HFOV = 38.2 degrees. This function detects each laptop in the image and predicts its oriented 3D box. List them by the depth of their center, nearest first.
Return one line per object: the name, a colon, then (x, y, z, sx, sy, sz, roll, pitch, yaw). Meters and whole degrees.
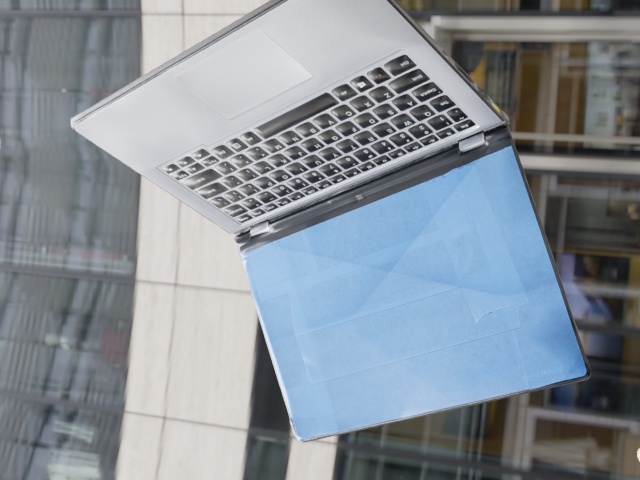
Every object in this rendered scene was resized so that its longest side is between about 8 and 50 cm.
laptop: (0.000, 0.000, 0.941, 0.408, 0.382, 0.236, 36, -134, -39)

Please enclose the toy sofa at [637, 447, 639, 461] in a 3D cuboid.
toy sofa: (0.372, 0.296, 0.724, 0.150, 0.177, 0.362, 122, 149, -44)
